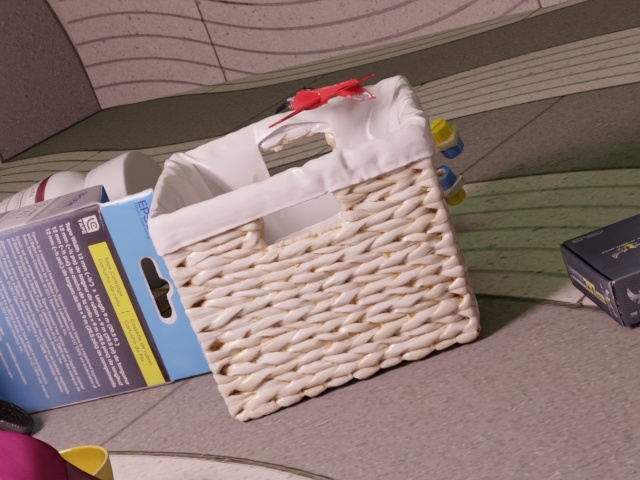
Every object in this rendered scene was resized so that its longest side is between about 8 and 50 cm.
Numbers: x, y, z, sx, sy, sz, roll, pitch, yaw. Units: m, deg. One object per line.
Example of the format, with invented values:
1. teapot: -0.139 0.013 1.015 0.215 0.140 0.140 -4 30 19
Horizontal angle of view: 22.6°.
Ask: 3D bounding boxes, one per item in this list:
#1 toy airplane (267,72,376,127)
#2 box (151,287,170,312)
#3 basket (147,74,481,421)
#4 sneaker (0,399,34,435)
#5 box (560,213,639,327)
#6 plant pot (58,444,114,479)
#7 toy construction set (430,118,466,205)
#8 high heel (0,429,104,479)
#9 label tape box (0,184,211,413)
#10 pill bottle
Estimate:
1. toy airplane: 0.005 -0.170 1.895 0.151 0.028 0.151 -17 13 4
2. box: -0.281 0.110 2.327 0.081 0.028 0.136 -6 19 46
3. basket: 0.000 0.000 1.868 0.328 0.266 0.331 -20 14 4
4. sneaker: -0.449 0.237 2.027 0.170 0.089 0.051 19 22 4
5. box: 0.393 0.007 1.715 0.233 0.059 0.183 -21 15 -2
6. plant pot: -0.252 0.273 1.559 0.134 0.095 0.134 -19 14 5
7. toy construction set: 0.049 -0.059 2.242 0.328 0.151 0.215 -12 40 57
8. high heel: -0.230 0.293 1.154 0.127 0.181 0.377 -58 19 27
9. label tape box: -0.301 0.070 2.053 0.348 0.249 0.115 -15 16 23
10. pill bottle: -0.387 0.036 2.261 0.392 0.224 0.224 -24 13 18
